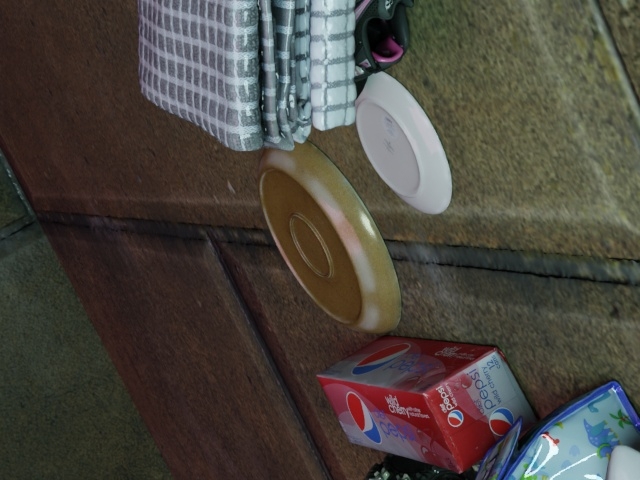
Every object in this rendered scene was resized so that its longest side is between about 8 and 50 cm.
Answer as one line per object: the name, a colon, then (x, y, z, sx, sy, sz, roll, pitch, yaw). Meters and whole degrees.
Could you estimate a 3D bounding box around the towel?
towel: (-0.073, -0.206, 1.112, 0.284, 0.121, 0.235, -142, 49, -63)

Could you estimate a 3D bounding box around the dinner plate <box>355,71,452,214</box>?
dinner plate: (0.064, -0.082, 1.244, 0.141, 0.017, 0.141, 47, 155, 30)

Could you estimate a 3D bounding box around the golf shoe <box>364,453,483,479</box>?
golf shoe: (0.136, 0.266, 1.438, 0.120, 0.105, 0.273, 58, 162, -16)

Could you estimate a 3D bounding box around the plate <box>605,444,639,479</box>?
plate: (0.301, 0.309, 1.026, 0.277, 0.045, 0.278, 28, 138, 28)

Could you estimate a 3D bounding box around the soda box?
soda box: (0.093, 0.151, 1.385, 0.083, 0.092, 0.263, 64, 160, -8)

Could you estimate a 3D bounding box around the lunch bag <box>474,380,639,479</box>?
lunch bag: (0.178, 0.191, 1.152, 0.096, 0.151, 0.129, 55, 161, 15)

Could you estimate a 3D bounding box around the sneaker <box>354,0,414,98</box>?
sneaker: (0.030, -0.155, 1.143, 0.077, 0.072, 0.178, 50, 159, 21)

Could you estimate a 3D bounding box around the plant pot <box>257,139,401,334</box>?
plant pot: (0.000, 0.000, 1.489, 0.236, 0.032, 0.236, 48, 156, 29)
